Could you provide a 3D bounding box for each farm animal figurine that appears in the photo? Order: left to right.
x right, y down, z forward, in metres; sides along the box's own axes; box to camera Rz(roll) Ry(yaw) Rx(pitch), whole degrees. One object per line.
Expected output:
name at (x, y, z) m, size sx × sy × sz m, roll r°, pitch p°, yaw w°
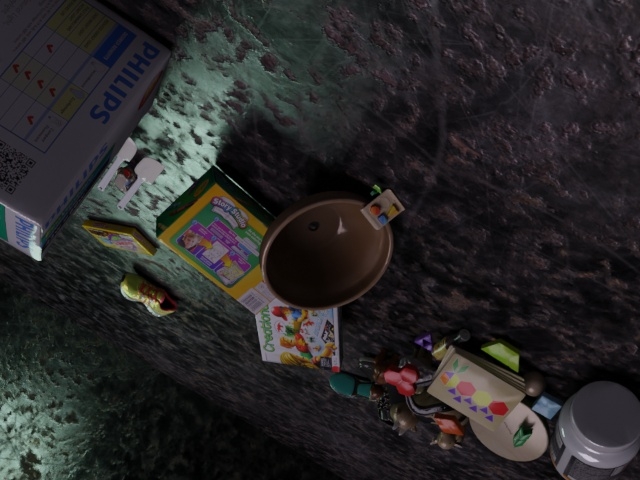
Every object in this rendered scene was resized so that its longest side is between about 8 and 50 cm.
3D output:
farm animal figurine at (0.267, 0.410, 1.874) m, size 0.330 × 0.172 × 0.327 m, roll 33°, pitch 155°, yaw -11°

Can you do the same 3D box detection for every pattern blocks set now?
pattern blocks set at (0.324, 0.310, 1.626) m, size 0.325 × 0.026 × 0.285 m, roll 37°, pitch 126°, yaw 0°

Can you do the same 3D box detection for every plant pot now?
plant pot at (0.000, 0.000, 1.359) m, size 0.237 × 0.237 × 0.110 m, roll 49°, pitch -171°, yaw -38°

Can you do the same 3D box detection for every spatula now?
spatula at (-0.429, -0.158, 1.600) m, size 0.168 × 0.019 × 0.242 m, roll 40°, pitch 143°, yaw -12°

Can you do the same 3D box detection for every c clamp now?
c clamp at (0.255, 0.326, 1.701) m, size 0.160 × 0.022 × 0.137 m, roll -24°, pitch 111°, yaw 22°

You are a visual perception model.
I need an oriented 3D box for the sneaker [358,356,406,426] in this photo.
sneaker at (0.168, 0.402, 2.028) m, size 0.222 × 0.118 × 0.083 m, roll 41°, pitch 153°, yaw -28°

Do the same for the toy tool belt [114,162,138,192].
toy tool belt at (-0.411, -0.144, 1.657) m, size 0.052 × 0.051 × 0.083 m, roll 47°, pitch 141°, yaw -3°

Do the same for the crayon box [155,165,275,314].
crayon box at (-0.168, 0.004, 1.530) m, size 0.278 × 0.165 × 0.081 m, roll 42°, pitch -165°, yaw -28°

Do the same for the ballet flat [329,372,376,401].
ballet flat at (0.112, 0.428, 2.212) m, size 0.188 × 0.070 × 0.070 m, roll 12°, pitch 152°, yaw 38°

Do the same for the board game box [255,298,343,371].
board game box at (-0.048, 0.178, 1.748) m, size 0.193 × 0.053 × 0.305 m, roll 7°, pitch 136°, yaw 10°

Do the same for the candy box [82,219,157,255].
candy box at (-0.542, -0.008, 2.074) m, size 0.206 × 0.027 × 0.105 m, roll 9°, pitch 153°, yaw 36°

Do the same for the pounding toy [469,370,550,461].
pounding toy at (0.432, 0.363, 1.706) m, size 0.183 × 0.110 × 0.237 m, roll 8°, pitch 121°, yaw 34°

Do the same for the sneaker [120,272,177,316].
sneaker at (-0.514, 0.160, 2.329) m, size 0.094 × 0.081 × 0.208 m, roll -5°, pitch 147°, yaw 39°

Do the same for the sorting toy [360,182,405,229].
sorting toy at (0.098, -0.058, 1.275) m, size 0.083 × 0.062 × 0.012 m, roll 48°, pitch -171°, yaw -38°

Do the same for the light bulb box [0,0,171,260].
light bulb box at (-0.488, -0.223, 1.189) m, size 0.361 × 0.358 × 0.225 m, roll 33°, pitch 157°, yaw -9°

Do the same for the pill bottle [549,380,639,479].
pill bottle at (0.555, 0.391, 1.547) m, size 0.162 × 0.162 × 0.278 m, roll 19°, pitch 155°, yaw 19°

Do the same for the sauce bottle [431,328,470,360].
sauce bottle at (0.281, 0.222, 1.649) m, size 0.042 × 0.042 × 0.128 m, roll 30°, pitch 147°, yaw -4°
